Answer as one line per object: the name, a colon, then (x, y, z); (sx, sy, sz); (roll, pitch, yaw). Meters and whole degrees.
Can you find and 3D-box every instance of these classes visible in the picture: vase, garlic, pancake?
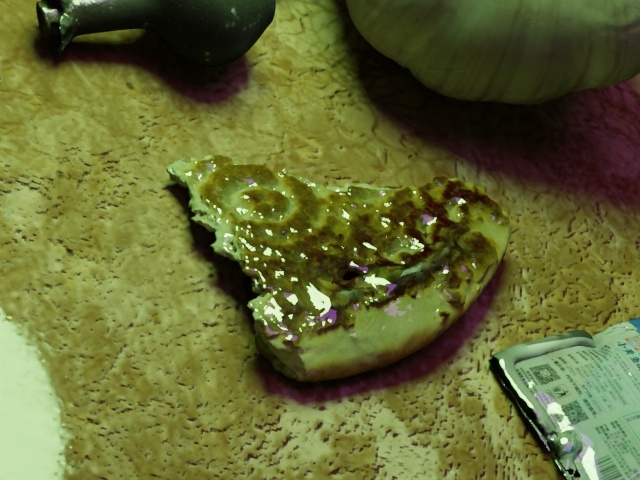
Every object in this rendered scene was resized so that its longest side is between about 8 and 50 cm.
vase: (-0.131, -0.188, 1.466); (0.183, 0.120, 0.120); (-12, 57, -17)
garlic: (0.147, -0.247, 1.554); (0.317, 0.259, 0.317); (3, 76, -12)
pancake: (0.000, 0.000, 1.415); (0.244, 0.057, 0.266); (30, 40, 13)

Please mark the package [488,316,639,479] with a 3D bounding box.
package: (0.234, 0.135, 1.414); (0.173, 0.027, 0.171); (-10, 53, -33)
